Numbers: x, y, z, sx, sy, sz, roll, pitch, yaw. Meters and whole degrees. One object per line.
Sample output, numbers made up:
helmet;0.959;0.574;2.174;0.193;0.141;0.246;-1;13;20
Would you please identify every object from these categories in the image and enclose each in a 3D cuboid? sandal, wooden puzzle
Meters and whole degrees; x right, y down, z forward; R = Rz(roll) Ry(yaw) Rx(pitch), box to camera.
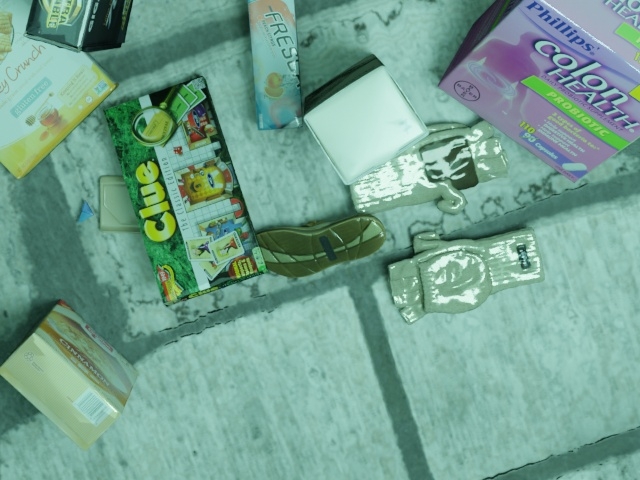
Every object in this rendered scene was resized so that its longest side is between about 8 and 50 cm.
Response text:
sandal;0.000;0.000;1.679;0.180;0.049;0.072;-13;113;19
wooden puzzle;-0.246;-0.046;1.688;0.116;0.014;0.078;8;95;-3

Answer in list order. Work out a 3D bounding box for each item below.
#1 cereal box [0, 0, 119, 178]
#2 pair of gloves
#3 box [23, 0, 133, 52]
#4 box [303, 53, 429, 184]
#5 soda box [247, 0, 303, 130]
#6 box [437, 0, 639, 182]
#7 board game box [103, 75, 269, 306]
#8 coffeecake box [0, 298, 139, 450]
cereal box;-0.394;-0.220;1.637;0.173;0.047;0.240;-44;98;6
pair of gloves;0.158;-0.027;1.686;0.204;0.042;0.240;-22;99;1
box;-0.240;-0.363;1.492;0.073;0.293;0.295;15;98;-4
box;0.048;-0.147;1.544;0.113;0.275;0.094;-33;99;4
soda box;-0.056;-0.229;1.635;0.058;0.063;0.183;-5;100;0
box;0.294;-0.209;1.546;0.213;0.243;0.117;34;62;-7
board game box;-0.167;-0.062;1.638;0.136;0.030;0.259;-20;80;4
coffeecake box;-0.306;0.162;1.634;0.142;0.185;0.068;44;96;-8
